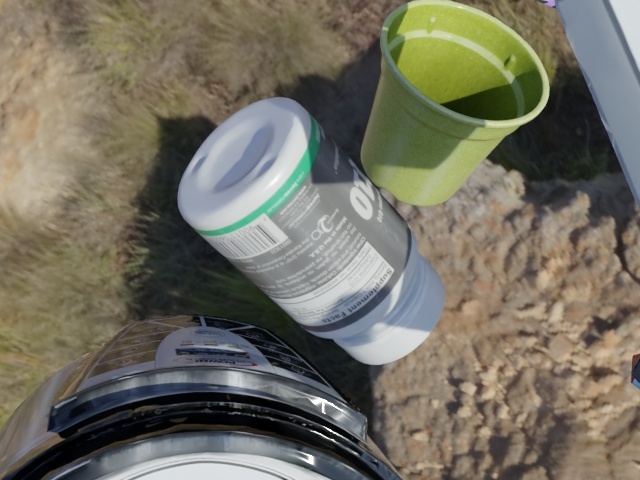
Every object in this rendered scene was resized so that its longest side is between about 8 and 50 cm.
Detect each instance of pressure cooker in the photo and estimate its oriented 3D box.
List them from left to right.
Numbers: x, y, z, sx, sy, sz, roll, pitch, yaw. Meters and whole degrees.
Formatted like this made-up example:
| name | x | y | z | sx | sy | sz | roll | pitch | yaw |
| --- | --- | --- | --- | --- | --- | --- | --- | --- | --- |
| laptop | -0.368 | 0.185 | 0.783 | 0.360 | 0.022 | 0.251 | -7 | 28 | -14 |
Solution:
| name | x | y | z | sx | sy | sz | roll | pitch | yaw |
| --- | --- | --- | --- | --- | --- | --- | --- | --- | --- |
| pressure cooker | -0.086 | 0.268 | 0.700 | 0.370 | 0.420 | 0.375 | -44 | 101 | -4 |

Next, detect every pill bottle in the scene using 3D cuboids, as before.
| name | x | y | z | sx | sy | sz | roll | pitch | yaw |
| --- | --- | --- | --- | --- | --- | --- | --- | --- | --- |
| pill bottle | 0.000 | 0.000 | 1.299 | 0.204 | 0.361 | 0.204 | -27 | 38 | 24 |

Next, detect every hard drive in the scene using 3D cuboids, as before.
| name | x | y | z | sx | sy | sz | roll | pitch | yaw |
| --- | --- | --- | --- | --- | --- | --- | --- | --- | --- |
| hard drive | 0.357 | -0.102 | 0.811 | 0.047 | 0.353 | 0.233 | -37 | 63 | 47 |

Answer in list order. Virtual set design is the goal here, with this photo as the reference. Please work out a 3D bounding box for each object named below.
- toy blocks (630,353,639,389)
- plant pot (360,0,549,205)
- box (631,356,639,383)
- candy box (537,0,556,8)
| name | x | y | z | sx | sy | sz | roll | pitch | yaw |
| --- | --- | --- | --- | --- | --- | --- | --- | --- | --- |
| toy blocks | 0.563 | 0.225 | 1.287 | 0.261 | 0.381 | 0.191 | 39 | 120 | 35 |
| plant pot | 0.188 | -0.201 | 1.590 | 0.276 | 0.276 | 0.254 | 63 | 149 | 29 |
| box | 0.399 | 0.138 | 0.882 | 0.093 | 0.156 | 0.158 | -68 | 26 | 21 |
| candy box | 0.282 | -0.339 | 1.072 | 0.165 | 0.196 | 0.070 | -46 | 40 | 43 |
